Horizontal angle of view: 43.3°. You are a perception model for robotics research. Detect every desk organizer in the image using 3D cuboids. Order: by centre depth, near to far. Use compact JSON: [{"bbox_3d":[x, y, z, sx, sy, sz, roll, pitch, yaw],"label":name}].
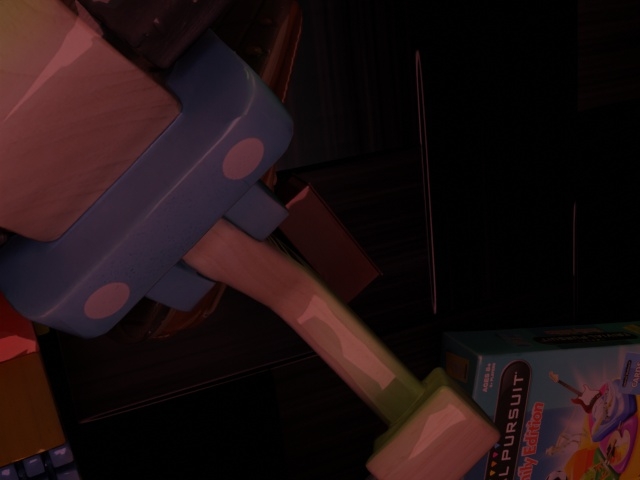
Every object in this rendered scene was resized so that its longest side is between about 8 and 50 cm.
[{"bbox_3d":[0.000,0.000,0.802,0.050,0.047,0.130,-42,117,-5],"label":"desk organizer"}]

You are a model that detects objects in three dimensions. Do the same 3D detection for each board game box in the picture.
[{"bbox_3d":[0.293,0.234,0.985,0.336,0.079,0.253,-1,105,-25],"label":"board game box"}]

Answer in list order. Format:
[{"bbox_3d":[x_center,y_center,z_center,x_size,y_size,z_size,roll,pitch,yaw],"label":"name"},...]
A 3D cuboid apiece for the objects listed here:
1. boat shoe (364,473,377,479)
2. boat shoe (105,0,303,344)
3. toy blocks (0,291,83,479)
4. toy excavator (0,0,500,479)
[{"bbox_3d":[0.067,0.342,0.924,0.076,0.083,0.226,22,106,-40],"label":"boat shoe"},{"bbox_3d":[-0.100,-0.062,0.711,0.120,0.123,0.324,15,102,-58],"label":"boat shoe"},{"bbox_3d":[-0.252,0.117,0.599,0.191,0.261,0.381,-17,111,-20],"label":"toy blocks"},{"bbox_3d":[-0.083,-0.025,0.540,0.222,0.433,0.445,-46,150,4],"label":"toy excavator"}]
